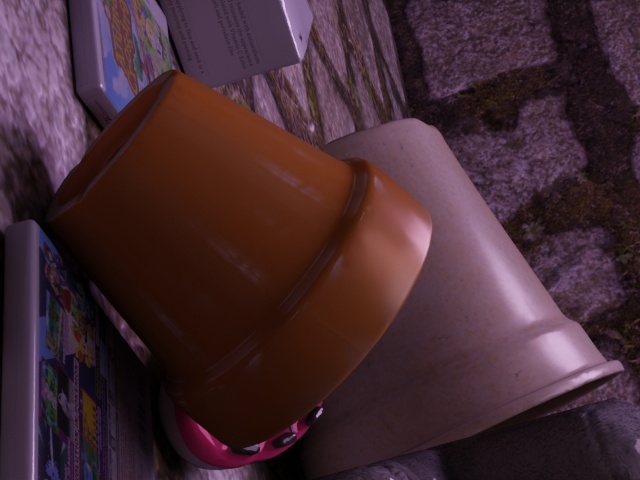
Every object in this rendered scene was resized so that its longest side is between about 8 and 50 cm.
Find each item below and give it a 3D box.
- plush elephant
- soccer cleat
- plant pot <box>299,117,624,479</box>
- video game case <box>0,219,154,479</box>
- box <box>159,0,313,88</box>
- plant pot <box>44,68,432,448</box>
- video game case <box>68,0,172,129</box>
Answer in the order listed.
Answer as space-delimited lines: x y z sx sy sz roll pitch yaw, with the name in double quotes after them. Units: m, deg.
0.042 0.265 0.923 0.272 0.330 0.255 -6 78 -45 "plush elephant"
-0.054 0.091 1.223 0.331 0.143 0.116 -40 111 -54 "soccer cleat"
0.076 0.063 1.486 0.305 0.334 0.334 65 7 12 "plant pot"
-0.140 0.118 0.901 0.183 0.023 0.201 63 16 -51 "video game case"
-0.092 -0.266 1.513 0.182 0.119 0.181 -81 154 -68 "box"
-0.065 -0.003 0.985 0.188 0.205 0.205 41 20 -16 "plant pot"
-0.157 -0.153 1.238 0.193 0.023 0.212 59 18 -57 "video game case"
